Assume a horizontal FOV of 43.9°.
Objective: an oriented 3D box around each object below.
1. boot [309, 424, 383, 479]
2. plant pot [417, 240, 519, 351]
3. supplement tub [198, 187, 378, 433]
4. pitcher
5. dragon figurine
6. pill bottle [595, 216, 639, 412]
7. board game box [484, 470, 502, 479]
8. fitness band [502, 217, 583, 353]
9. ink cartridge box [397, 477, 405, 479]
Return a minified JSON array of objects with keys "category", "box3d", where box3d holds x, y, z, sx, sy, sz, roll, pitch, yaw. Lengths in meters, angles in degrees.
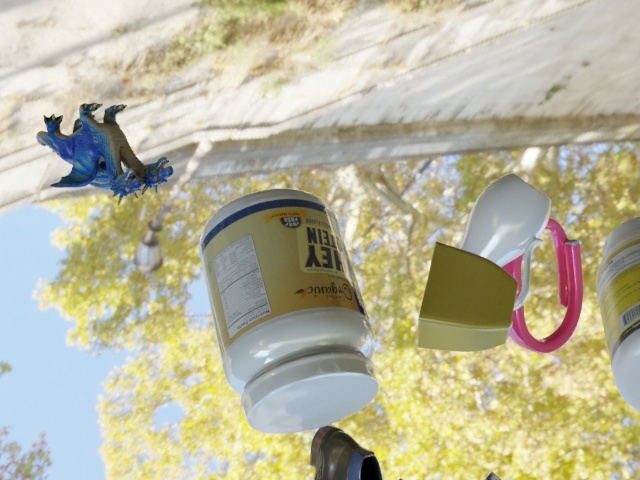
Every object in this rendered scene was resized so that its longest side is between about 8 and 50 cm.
[{"category":"boot","box3d":[0.039,0.399,1.209,0.082,0.106,0.219,-12,-78,-37]},{"category":"plant pot","box3d":[0.140,0.060,0.748,0.083,0.081,0.081,10,-115,11]},{"category":"supplement tub","box3d":[-0.048,0.105,1.193,0.228,0.228,0.316,7,-129,-33]},{"category":"pitcher","box3d":[0.327,0.003,1.386,0.178,0.207,0.125,41,-167,31]},{"category":"dragon figurine","box3d":[-0.336,-0.114,1.143,0.085,0.289,0.144,-8,-89,-55]},{"category":"pill bottle","box3d":[0.542,0.106,1.259,0.188,0.188,0.334,32,-146,-10]},{"category":"board game box","box3d":[0.352,0.605,1.351,0.347,0.233,0.078,40,-156,19]},{"category":"fitness band","box3d":[0.466,0.094,1.669,0.209,0.054,0.291,-16,-76,-33]},{"category":"ink cartridge box","box3d":[0.118,0.519,1.331,0.062,0.209,0.109,47,168,-36]}]
